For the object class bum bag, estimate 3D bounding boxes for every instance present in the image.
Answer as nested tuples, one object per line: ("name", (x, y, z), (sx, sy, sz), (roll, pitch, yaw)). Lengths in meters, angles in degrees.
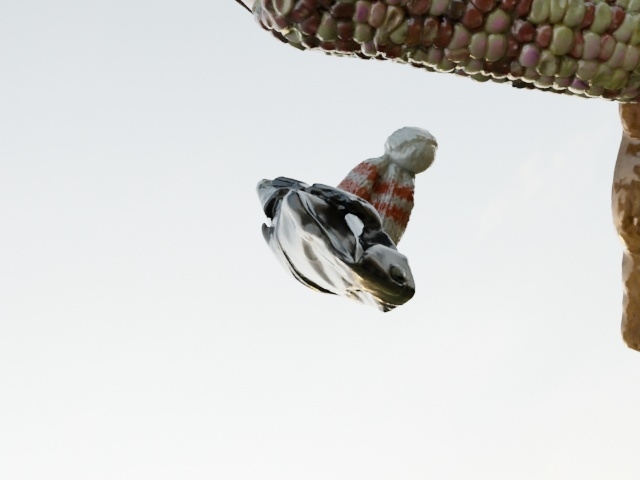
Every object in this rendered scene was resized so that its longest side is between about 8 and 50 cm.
("bum bag", (-0.001, 0.000, 0.841), (0.069, 0.102, 0.248), (-60, 11, -5))

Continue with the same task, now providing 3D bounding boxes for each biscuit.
("biscuit", (0.312, -0.057, 1.038), (0.202, 0.047, 0.334), (-49, -43, -40))

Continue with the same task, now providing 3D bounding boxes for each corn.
("corn", (0.091, -0.138, 0.721), (0.280, 0.092, 0.092), (14, -48, -3))

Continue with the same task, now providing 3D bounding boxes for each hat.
("hat", (0.058, -0.041, 1.147), (0.112, 0.093, 0.162), (39, -106, -36))

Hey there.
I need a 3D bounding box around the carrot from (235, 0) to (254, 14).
("carrot", (-0.033, -0.352, 1.336), (0.214, 0.331, 0.193), (-36, 4, 7))
